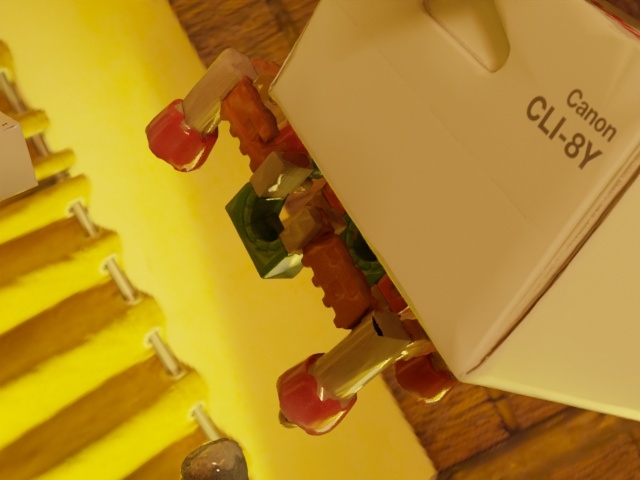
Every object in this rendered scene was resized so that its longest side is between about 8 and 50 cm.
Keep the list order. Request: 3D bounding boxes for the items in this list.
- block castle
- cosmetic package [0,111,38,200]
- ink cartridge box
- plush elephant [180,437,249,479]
[{"bbox_3d":[0.000,0.000,1.206,0.213,0.303,0.453,-45,-117,33],"label":"block castle"},{"bbox_3d":[-0.333,-0.085,0.799,0.239,0.098,0.061,28,-41,44],"label":"cosmetic package"},{"bbox_3d":[0.194,-0.029,0.585,0.160,0.384,0.279,-57,-142,21],"label":"ink cartridge box"},{"bbox_3d":[-0.128,0.387,0.880,0.330,0.271,0.255,54,2,13],"label":"plush elephant"}]
